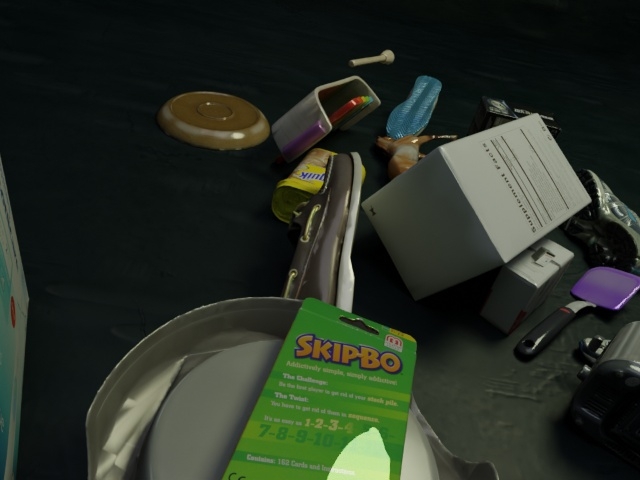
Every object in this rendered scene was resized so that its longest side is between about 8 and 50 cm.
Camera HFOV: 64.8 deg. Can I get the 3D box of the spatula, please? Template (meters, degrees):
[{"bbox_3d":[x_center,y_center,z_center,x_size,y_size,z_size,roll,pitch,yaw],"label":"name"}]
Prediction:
[{"bbox_3d":[0.390,0.106,0.774,0.297,0.030,0.084,-20,30,-33],"label":"spatula"}]

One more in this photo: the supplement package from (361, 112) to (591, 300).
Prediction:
[{"bbox_3d":[0.246,-0.058,0.783,0.293,0.177,0.175,-24,83,-39],"label":"supplement package"}]

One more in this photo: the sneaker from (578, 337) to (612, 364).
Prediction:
[{"bbox_3d":[0.437,0.155,0.711,0.135,0.058,0.052,14,37,1],"label":"sneaker"}]

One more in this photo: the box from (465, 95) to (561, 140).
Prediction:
[{"bbox_3d":[0.368,-0.180,1.022,0.148,0.180,0.077,13,39,0],"label":"box"}]

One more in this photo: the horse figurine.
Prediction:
[{"bbox_3d":[0.196,-0.155,1.023,0.175,0.066,0.263,4,42,4],"label":"horse figurine"}]

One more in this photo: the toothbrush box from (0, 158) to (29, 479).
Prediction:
[{"bbox_3d":[-0.336,0.084,0.426,0.126,0.216,0.295,-5,40,-24],"label":"toothbrush box"}]

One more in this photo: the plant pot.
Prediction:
[{"bbox_3d":[-0.222,-0.262,1.062,0.237,0.032,0.236,8,37,-6],"label":"plant pot"}]

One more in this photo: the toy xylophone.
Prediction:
[{"bbox_3d":[0.034,-0.263,0.990,0.081,0.236,0.323,55,41,-6],"label":"toy xylophone"}]

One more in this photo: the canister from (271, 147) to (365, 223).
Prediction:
[{"bbox_3d":[0.003,-0.091,0.879,0.126,0.073,0.170,19,36,7],"label":"canister"}]

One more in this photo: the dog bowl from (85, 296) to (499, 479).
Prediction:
[{"bbox_3d":[-0.025,0.205,0.444,0.349,0.102,0.348,13,33,-9],"label":"dog bowl"}]

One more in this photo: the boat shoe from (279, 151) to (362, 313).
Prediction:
[{"bbox_3d":[0.000,0.000,0.688,0.097,0.116,0.324,7,57,1],"label":"boat shoe"}]

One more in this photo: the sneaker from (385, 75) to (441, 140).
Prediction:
[{"bbox_3d":[0.224,-0.294,1.209,0.088,0.092,0.228,28,58,14],"label":"sneaker"}]

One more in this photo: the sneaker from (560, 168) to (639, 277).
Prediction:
[{"bbox_3d":[0.553,-0.024,0.965,0.122,0.110,0.282,15,42,-18],"label":"sneaker"}]

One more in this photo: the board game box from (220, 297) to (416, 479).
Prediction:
[{"bbox_3d":[0.007,0.151,0.414,0.124,0.039,0.259,21,36,3],"label":"board game box"}]

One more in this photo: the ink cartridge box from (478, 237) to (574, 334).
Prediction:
[{"bbox_3d":[0.308,0.065,0.753,0.135,0.099,0.056,-24,50,-41],"label":"ink cartridge box"}]

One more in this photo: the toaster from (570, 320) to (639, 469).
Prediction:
[{"bbox_3d":[0.426,0.198,0.596,0.227,0.129,0.146,31,38,24],"label":"toaster"}]
